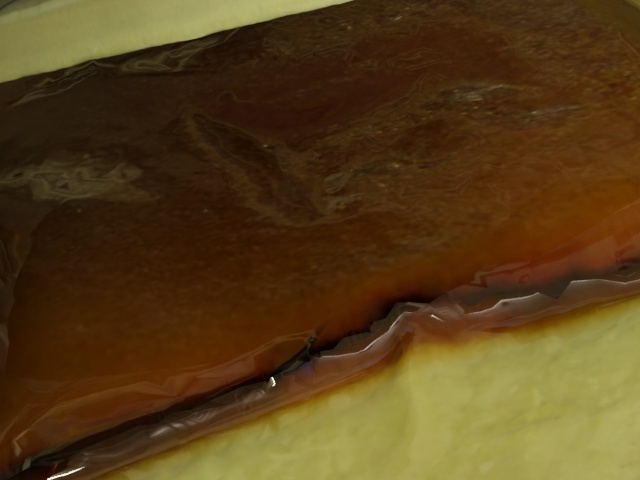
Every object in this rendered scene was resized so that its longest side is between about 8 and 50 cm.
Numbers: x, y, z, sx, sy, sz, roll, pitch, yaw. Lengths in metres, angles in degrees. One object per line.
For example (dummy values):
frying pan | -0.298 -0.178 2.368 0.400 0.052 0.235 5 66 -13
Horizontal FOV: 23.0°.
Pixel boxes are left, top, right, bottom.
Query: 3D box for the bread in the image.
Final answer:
bread | 0.000 0.000 0.661 0.333 0.324 0.143 -124 17 -56

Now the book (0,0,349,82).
book | -0.035 -0.105 0.527 0.289 0.201 0.026 -10 114 26
